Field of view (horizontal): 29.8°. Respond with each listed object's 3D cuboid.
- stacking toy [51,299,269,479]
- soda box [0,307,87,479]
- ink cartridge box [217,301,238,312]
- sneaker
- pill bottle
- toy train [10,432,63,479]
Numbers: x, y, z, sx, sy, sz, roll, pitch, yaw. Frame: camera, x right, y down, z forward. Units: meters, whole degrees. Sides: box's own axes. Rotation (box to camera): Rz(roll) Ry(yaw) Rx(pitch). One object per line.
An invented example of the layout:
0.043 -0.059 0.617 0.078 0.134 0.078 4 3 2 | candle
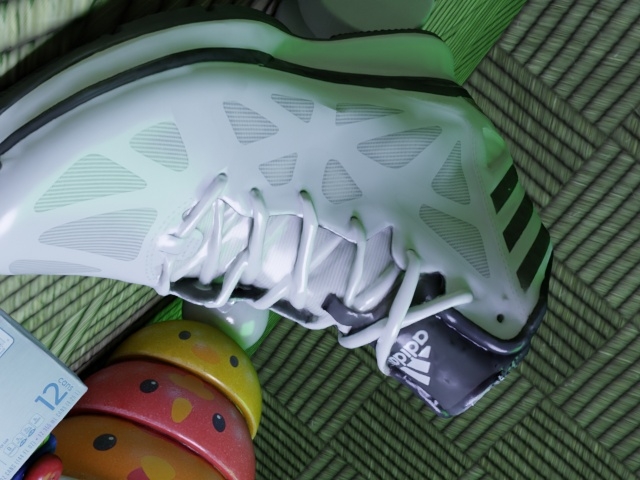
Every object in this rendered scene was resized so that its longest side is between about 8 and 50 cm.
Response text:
-0.192 0.215 1.501 0.351 0.350 0.480 -56 -169 54 | stacking toy
-0.276 0.153 0.697 0.286 0.098 0.091 -50 134 -11 | soda box
-0.095 0.004 1.408 0.143 0.092 0.090 -48 176 8 | ink cartridge box
0.001 -0.001 0.754 0.447 0.257 0.169 -14 151 -44 | sneaker
0.011 -0.149 1.000 0.121 0.121 0.221 -46 174 -30 | pill bottle
-0.320 0.204 0.992 0.248 0.105 0.143 -45 163 -40 | toy train
